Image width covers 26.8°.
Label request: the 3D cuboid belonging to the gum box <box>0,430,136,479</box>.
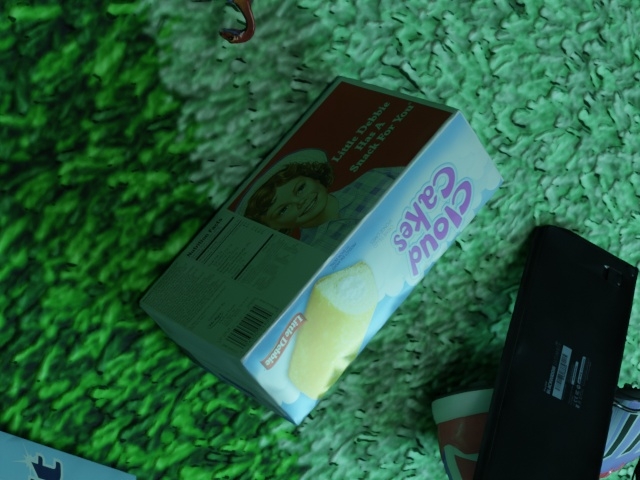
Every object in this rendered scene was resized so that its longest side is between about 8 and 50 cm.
[{"bbox_3d":[-0.218,0.227,0.990,0.184,0.041,0.157,28,44,-39],"label":"gum box"}]

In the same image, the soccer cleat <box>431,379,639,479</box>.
[{"bbox_3d":[0.246,0.205,1.340,0.318,0.109,0.116,6,70,-35],"label":"soccer cleat"}]

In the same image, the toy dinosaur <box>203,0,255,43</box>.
[{"bbox_3d":[-0.069,-0.193,1.018,0.047,0.090,0.082,-22,86,-14],"label":"toy dinosaur"}]

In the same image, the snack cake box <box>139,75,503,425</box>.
[{"bbox_3d":[0.000,0.000,1.075,0.264,0.152,0.089,-49,128,-15],"label":"snack cake box"}]

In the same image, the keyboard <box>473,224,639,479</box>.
[{"bbox_3d":[0.256,0.147,1.285,0.201,0.033,0.317,28,58,-13],"label":"keyboard"}]
